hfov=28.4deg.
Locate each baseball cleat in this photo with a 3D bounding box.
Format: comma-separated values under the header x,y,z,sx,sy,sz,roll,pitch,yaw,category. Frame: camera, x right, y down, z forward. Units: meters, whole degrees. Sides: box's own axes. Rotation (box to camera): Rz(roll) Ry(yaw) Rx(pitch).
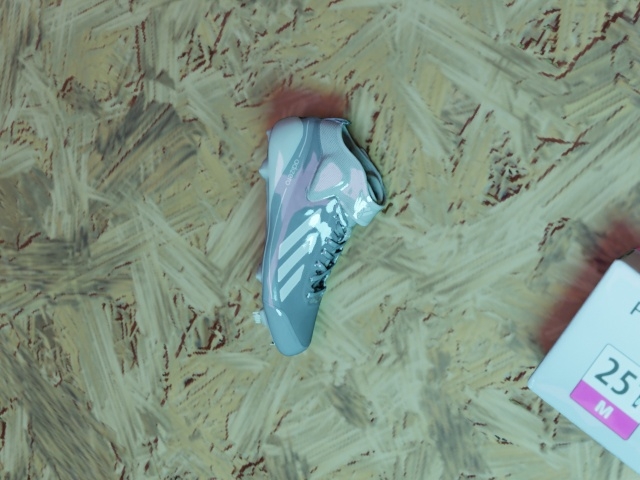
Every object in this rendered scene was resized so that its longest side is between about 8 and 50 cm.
x,y,z,sx,sy,sz,roll,pitch,yaw,category
0.000,0.000,1.054,0.109,0.072,0.205,2,104,21,baseball cleat

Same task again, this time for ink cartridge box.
x,y,z,sx,sy,sz,roll,pitch,yaw,category
0.326,0.093,0.904,0.275,0.060,0.239,38,115,17,ink cartridge box
